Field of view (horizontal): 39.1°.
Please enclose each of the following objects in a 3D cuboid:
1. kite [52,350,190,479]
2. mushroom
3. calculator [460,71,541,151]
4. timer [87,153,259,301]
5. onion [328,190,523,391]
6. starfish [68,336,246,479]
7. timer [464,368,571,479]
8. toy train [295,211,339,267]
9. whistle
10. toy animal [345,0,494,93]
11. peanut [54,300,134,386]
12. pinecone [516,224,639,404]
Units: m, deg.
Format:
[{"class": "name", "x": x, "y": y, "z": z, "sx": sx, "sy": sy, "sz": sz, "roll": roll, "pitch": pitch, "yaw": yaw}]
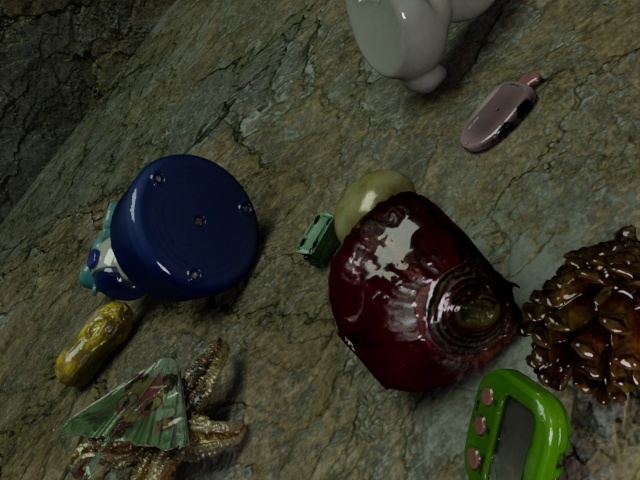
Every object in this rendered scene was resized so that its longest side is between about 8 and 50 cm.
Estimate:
[{"class": "kite", "x": -0.294, "y": 0.270, "z": 1.388, "sx": 0.322, "sy": 0.013, "sz": 0.268, "roll": -2, "pitch": 42, "yaw": 40}, {"class": "mushroom", "x": 0.087, "y": -0.040, "z": 1.389, "sx": 0.148, "sy": 0.112, "sz": 0.148, "roll": -35, "pitch": 31, "yaw": 25}, {"class": "calculator", "x": 0.285, "y": -0.206, "z": 1.427, "sx": 0.166, "sy": 0.024, "sz": 0.103, "roll": -49, "pitch": 28, "yaw": -4}, {"class": "timer", "x": -0.326, "y": 0.021, "z": 1.761, "sx": 0.383, "sy": 0.270, "sz": 0.270, "roll": -28, "pitch": 32, "yaw": 48}, {"class": "onion", "x": 0.105, "y": 0.064, "z": 1.142, "sx": 0.206, "sy": 0.207, "sz": 0.216, "roll": -44, "pitch": 22, "yaw": -3}, {"class": "starfish", "x": -0.247, "y": 0.300, "z": 1.416, "sx": 0.312, "sy": 0.113, "sz": 0.303, "roll": -36, "pitch": 31, "yaw": 0}, {"class": "timer", "x": 0.200, "y": 0.209, "z": 0.925, "sx": 0.128, "sy": 0.047, "sz": 0.140, "roll": -145, "pitch": 62, "yaw": -62}, {"class": "toy train", "x": 0.000, "y": 0.000, "z": 1.513, "sx": 0.038, "sy": 0.056, "sz": 0.093, "roll": 10, "pitch": 59, "yaw": 38}, {"class": "whistle", "x": -0.477, "y": 0.020, "z": 2.080, "sx": 0.186, "sy": 0.093, "sz": 0.274, "roll": 108, "pitch": 176, "yaw": -48}, {"class": "toy animal", "x": 0.234, "y": -0.437, "z": 1.629, "sx": 0.367, "sy": 0.241, "sz": 0.196, "roll": -39, "pitch": 33, "yaw": -18}, {"class": "peanut", "x": -0.460, "y": 0.210, "z": 1.840, "sx": 0.207, "sy": 0.087, "sz": 0.087, "roll": -51, "pitch": 28, "yaw": -4}, {"class": "pinecone", "x": 0.290, "y": 0.078, "z": 0.906, "sx": 0.195, "sy": 0.150, "sz": 0.179, "roll": -44, "pitch": -19, "yaw": 30}]
